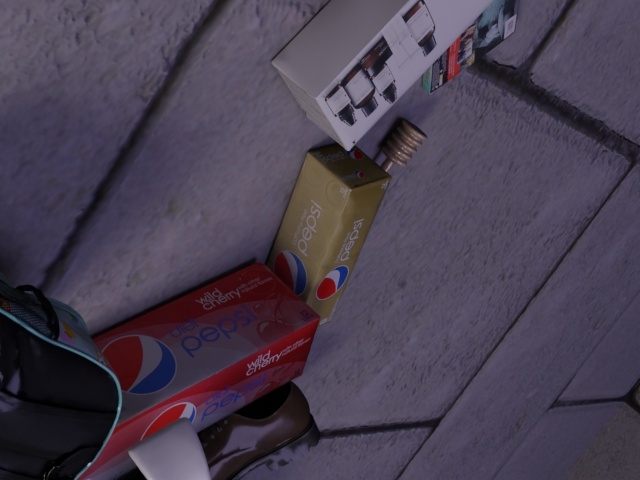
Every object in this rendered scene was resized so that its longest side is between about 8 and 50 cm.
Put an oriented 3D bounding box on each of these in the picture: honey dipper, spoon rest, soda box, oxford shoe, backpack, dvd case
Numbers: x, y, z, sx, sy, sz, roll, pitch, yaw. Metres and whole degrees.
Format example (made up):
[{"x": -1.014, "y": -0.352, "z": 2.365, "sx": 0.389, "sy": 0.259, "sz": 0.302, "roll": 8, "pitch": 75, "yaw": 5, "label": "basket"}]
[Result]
[{"x": 0.045, "y": -0.045, "z": 1.162, "sx": 0.161, "sy": 0.030, "sz": 0.030, "roll": -54, "pitch": 153, "yaw": 14, "label": "honey dipper"}, {"x": -0.146, "y": 0.241, "z": 1.021, "sx": 0.137, "sy": 0.084, "sz": 0.276, "roll": -28, "pitch": 164, "yaw": -30, "label": "spoon rest"}, {"x": -0.128, "y": 0.116, "z": 1.046, "sx": 0.263, "sy": 0.092, "sz": 0.083, "roll": -26, "pitch": 147, "yaw": -37, "label": "soda box"}, {"x": 0.000, "y": 0.000, "z": 1.118, "sx": 0.058, "sy": 0.061, "sz": 0.181, "roll": -19, "pitch": 141, "yaw": -43, "label": "soda box"}, {"x": -0.115, "y": 0.210, "z": 1.232, "sx": 0.227, "sy": 0.083, "sz": 0.096, "roll": -29, "pitch": 119, "yaw": -21, "label": "oxford shoe"}, {"x": -0.233, "y": 0.097, "z": 0.793, "sx": 0.188, "sy": 0.144, "sz": 0.166, "roll": 35, "pitch": 95, "yaw": -40, "label": "backpack"}, {"x": 0.143, "y": -0.199, "z": 1.122, "sx": 0.119, "sy": 0.013, "sz": 0.087, "roll": -36, "pitch": 151, "yaw": -20, "label": "dvd case"}]

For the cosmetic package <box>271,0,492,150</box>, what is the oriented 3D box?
[{"x": 0.075, "y": -0.191, "z": 0.977, "sx": 0.239, "sy": 0.060, "sz": 0.099, "roll": -47, "pitch": 154, "yaw": -3, "label": "cosmetic package"}]
